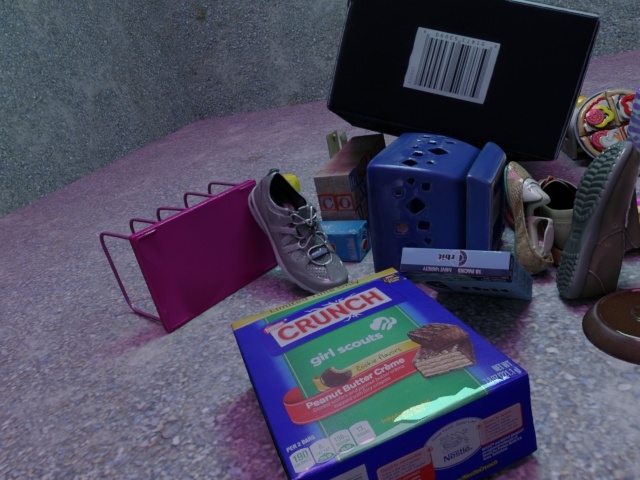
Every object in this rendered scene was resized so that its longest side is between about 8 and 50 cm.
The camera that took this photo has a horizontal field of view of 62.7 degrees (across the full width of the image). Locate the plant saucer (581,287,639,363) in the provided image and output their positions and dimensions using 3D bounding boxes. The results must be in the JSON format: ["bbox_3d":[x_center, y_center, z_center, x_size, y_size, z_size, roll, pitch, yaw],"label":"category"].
[{"bbox_3d":[0.455,0.110,0.725,0.169,0.029,0.168,-10,24,5],"label":"plant saucer"}]

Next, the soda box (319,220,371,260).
[{"bbox_3d":[0.000,0.000,1.159,0.210,0.067,0.071,1,26,28],"label":"soda box"}]

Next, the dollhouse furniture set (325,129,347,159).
[{"bbox_3d":[0.128,-0.312,1.731,0.151,0.123,0.144,5,29,36],"label":"dollhouse furniture set"}]

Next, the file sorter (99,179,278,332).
[{"bbox_3d":[-0.273,0.014,1.103,0.182,0.202,0.291,9,32,44],"label":"file sorter"}]

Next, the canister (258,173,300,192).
[{"bbox_3d":[-0.138,-0.123,1.505,0.126,0.073,0.170,-6,26,16],"label":"canister"}]

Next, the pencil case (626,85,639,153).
[{"bbox_3d":[0.734,-0.248,1.181,0.087,0.205,0.088,1,34,9],"label":"pencil case"}]

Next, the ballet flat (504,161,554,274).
[{"bbox_3d":[0.370,-0.044,0.916,0.073,0.206,0.067,0,-10,-36],"label":"ballet flat"}]

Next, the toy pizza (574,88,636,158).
[{"bbox_3d":[0.731,-0.282,1.286,0.202,0.201,0.032,-10,-12,8],"label":"toy pizza"}]

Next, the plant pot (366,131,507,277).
[{"bbox_3d":[0.231,-0.066,0.997,0.212,0.235,0.236,7,29,26],"label":"plant pot"}]

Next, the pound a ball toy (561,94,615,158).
[{"bbox_3d":[0.763,-0.347,1.469,0.208,0.135,0.319,-8,24,12],"label":"pound a ball toy"}]

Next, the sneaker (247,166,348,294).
[{"bbox_3d":[-0.044,-0.016,1.012,0.105,0.115,0.281,-31,73,-34],"label":"sneaker"}]

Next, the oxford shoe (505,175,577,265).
[{"bbox_3d":[0.447,-0.072,1.012,0.123,0.130,0.348,-13,23,0],"label":"oxford shoe"}]

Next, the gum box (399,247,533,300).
[{"bbox_3d":[0.231,0.054,0.816,0.157,0.041,0.184,3,-13,32],"label":"gum box"}]

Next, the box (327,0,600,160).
[{"bbox_3d":[0.304,-0.377,1.250,0.481,0.297,0.472,15,12,8],"label":"box"}]

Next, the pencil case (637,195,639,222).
[{"bbox_3d":[0.604,-0.042,0.907,0.237,0.104,0.104,-9,24,8],"label":"pencil case"}]

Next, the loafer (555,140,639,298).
[{"bbox_3d":[0.440,-0.025,0.806,0.088,0.250,0.094,13,13,1],"label":"loafer"}]

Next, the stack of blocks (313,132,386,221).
[{"bbox_3d":[0.090,-0.133,1.285,0.087,0.171,0.297,-2,27,24],"label":"stack of blocks"}]

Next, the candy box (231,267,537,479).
[{"bbox_3d":[0.055,0.175,0.666,0.268,0.122,0.317,-19,23,-14],"label":"candy box"}]
